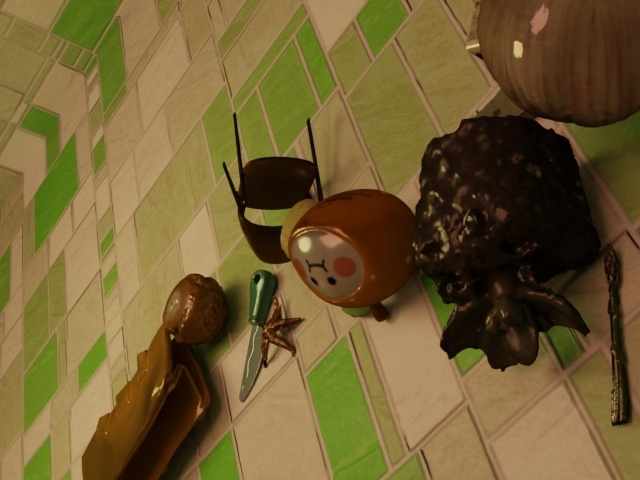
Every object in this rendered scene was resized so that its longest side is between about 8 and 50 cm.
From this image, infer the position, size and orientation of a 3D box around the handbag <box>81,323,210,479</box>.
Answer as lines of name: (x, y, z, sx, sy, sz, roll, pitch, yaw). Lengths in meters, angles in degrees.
handbag: (-0.376, 0.392, 2.046, 0.401, 0.133, 0.283, -59, 29, 16)

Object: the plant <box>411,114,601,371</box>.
plant: (0.239, 0.010, 1.277, 0.215, 0.213, 0.313, -24, 51, 45)

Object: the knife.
knife: (-0.123, 0.185, 1.887, 0.063, 0.034, 0.261, -8, 72, 47)

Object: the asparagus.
asparagus: (0.367, 0.114, 1.206, 0.023, 0.022, 0.233, 74, -162, -66)

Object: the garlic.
garlic: (0.341, -0.276, 1.242, 0.317, 0.259, 0.318, -14, 45, 15)

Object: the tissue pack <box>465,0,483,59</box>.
tissue pack: (0.311, -0.316, 1.457, 0.148, 0.106, 0.099, 2, 75, 57)

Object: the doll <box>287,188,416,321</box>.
doll: (0.069, 0.035, 1.569, 0.213, 0.236, 0.213, -18, 22, 8)

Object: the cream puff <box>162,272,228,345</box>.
cream puff: (-0.253, 0.147, 2.013, 0.165, 0.115, 0.150, 11, 84, 65)

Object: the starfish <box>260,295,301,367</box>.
starfish: (-0.090, 0.182, 1.822, 0.130, 0.041, 0.133, -63, 32, 11)

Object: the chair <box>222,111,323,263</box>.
chair: (-0.089, -0.102, 1.868, 0.172, 0.158, 0.247, 110, 153, -42)

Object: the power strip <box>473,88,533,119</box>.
power strip: (0.263, -0.170, 1.516, 0.227, 0.029, 0.080, -46, 37, 32)

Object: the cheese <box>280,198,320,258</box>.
cheese: (0.000, 0.000, 1.751, 0.167, 0.093, 0.123, 33, 109, 62)
